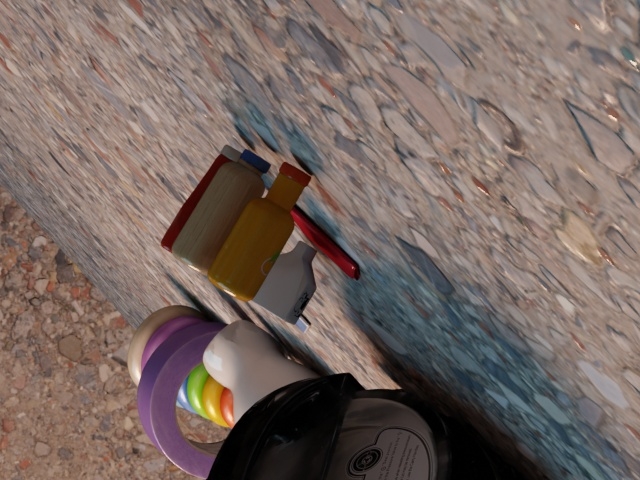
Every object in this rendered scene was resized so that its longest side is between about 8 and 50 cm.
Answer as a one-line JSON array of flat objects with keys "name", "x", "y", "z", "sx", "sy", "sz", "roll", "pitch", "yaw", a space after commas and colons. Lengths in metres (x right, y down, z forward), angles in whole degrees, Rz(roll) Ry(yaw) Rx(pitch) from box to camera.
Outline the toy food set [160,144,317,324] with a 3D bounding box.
[{"name": "toy food set", "x": -0.048, "y": -0.009, "z": 1.353, "sx": 0.111, "sy": 0.104, "sz": 0.232, "roll": 31, "pitch": 179, "yaw": 15}]

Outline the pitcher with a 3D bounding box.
[{"name": "pitcher", "x": -0.030, "y": 0.202, "z": 1.998, "sx": 0.178, "sy": 0.125, "sz": 0.207, "roll": 30, "pitch": -167, "yaw": -38}]

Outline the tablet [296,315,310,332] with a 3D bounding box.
[{"name": "tablet", "x": -0.042, "y": 0.063, "z": 1.786, "sx": 0.083, "sy": 0.006, "sz": 0.054, "roll": 46, "pitch": 169, "yaw": 4}]

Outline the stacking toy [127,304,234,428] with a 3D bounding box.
[{"name": "stacking toy", "x": -0.129, "y": 0.203, "z": 2.351, "sx": 0.330, "sy": 0.141, "sz": 0.141, "roll": 26, "pitch": 157, "yaw": 50}]

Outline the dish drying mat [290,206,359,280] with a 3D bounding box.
[{"name": "dish drying mat", "x": 0.000, "y": 0.000, "z": 1.380, "sx": 0.083, "sy": 0.008, "sz": 0.032, "roll": 44, "pitch": 168, "yaw": 18}]

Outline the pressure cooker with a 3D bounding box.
[{"name": "pressure cooker", "x": 0.036, "y": 0.341, "z": 1.492, "sx": 0.420, "sy": 0.375, "sz": 0.370, "roll": 51, "pitch": 172, "yaw": -24}]

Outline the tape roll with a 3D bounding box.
[{"name": "tape roll", "x": -0.129, "y": 0.200, "z": 2.138, "sx": 0.189, "sy": 0.189, "sz": 0.080, "roll": 50, "pitch": 170, "yaw": -16}]
